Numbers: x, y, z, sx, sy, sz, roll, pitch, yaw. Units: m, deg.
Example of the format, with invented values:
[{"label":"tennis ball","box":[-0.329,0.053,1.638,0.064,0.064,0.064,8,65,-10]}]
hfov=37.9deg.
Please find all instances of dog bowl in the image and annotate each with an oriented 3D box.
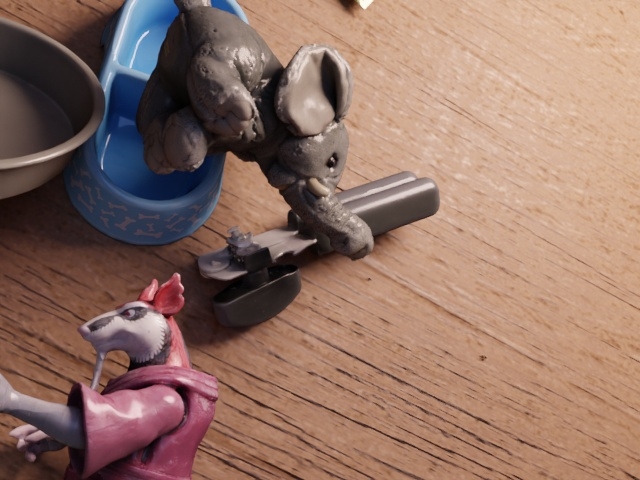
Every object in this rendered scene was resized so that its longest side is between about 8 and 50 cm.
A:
[{"label":"dog bowl","box":[-0.159,-0.144,0.962,0.165,0.074,0.297,17,69,-14]}]

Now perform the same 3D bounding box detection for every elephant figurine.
[{"label":"elephant figurine","box":[-0.042,-0.112,0.891,0.239,0.186,0.169,12,27,-33]}]

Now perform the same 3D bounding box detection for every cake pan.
[{"label":"cake pan","box":[-0.342,-0.127,0.827,0.293,0.054,0.293,14,34,-9]}]

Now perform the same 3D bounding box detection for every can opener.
[{"label":"can opener","box":[0.000,0.000,0.985,0.280,0.074,0.093,-24,117,-23]}]

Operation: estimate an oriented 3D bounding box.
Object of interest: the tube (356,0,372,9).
[{"label":"tube","box":[-0.005,-0.386,1.105,0.070,0.062,0.240,-43,97,15]}]

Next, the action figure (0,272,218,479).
[{"label":"action figure","box":[-0.149,0.208,0.734,0.275,0.248,0.370,16,84,2]}]
